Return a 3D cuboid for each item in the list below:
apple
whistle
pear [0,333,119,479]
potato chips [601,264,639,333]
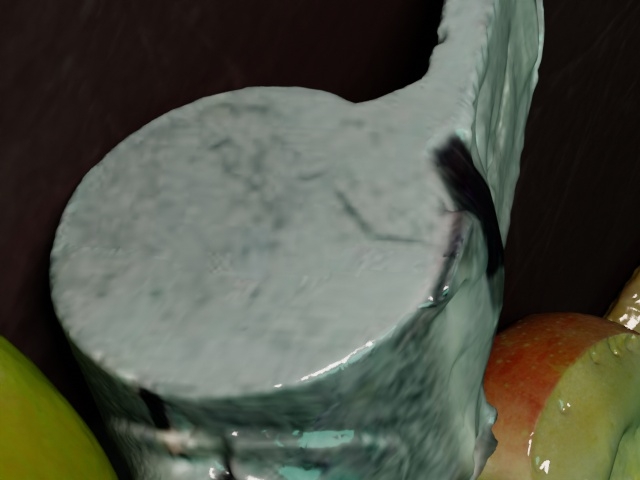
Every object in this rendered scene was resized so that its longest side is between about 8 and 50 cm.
[{"bbox_3d":[0.139,0.144,1.136,0.188,0.174,0.207,-53,151,-46],"label":"apple"},{"bbox_3d":[0.031,0.002,0.854,0.405,0.188,0.168,-43,144,-23],"label":"whistle"},{"bbox_3d":[-0.189,0.215,0.690,0.399,0.165,0.399,-31,130,-47],"label":"pear"},{"bbox_3d":[0.271,0.030,1.320,0.407,0.057,0.080,-55,161,-6],"label":"potato chips"}]
